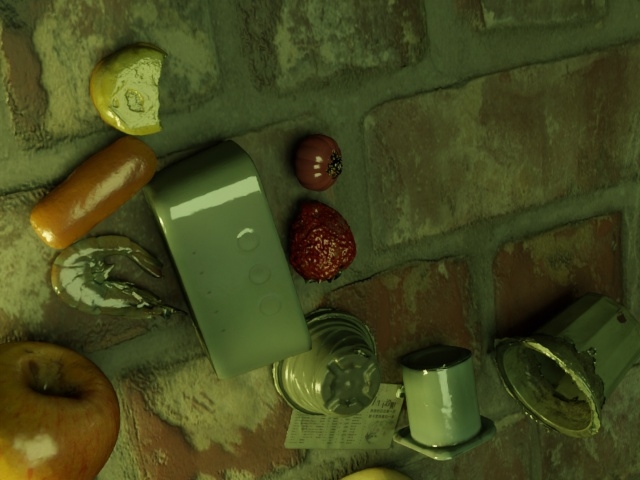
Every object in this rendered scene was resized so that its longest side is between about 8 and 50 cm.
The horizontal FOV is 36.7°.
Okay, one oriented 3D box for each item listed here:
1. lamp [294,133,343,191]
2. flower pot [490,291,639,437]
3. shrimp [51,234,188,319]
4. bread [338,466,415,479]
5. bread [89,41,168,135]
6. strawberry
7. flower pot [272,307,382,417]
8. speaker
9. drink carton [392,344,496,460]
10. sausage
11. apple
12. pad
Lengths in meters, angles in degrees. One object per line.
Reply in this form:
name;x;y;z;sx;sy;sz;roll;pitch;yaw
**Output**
lamp;-0.004;-0.144;1.793;0.107;0.092;0.107;-35;132;-51
flower pot;0.565;0.256;2.130;0.259;0.290;0.290;-39;120;-22
shrimp;-0.350;0.065;1.715;0.254;0.059;0.145;9;93;-24
bread;0.148;0.694;2.061;0.348;0.253;0.376;-47;122;-10
bread;-0.318;-0.253;1.607;0.125;0.086;0.156;3;104;-22
strawberry;0.005;0.003;1.832;0.131;0.131;0.148;-8;118;-24
flower pot;0.032;0.262;1.918;0.236;0.140;0.235;-7;107;-25
speaker;-0.167;0.041;1.728;0.184;0.183;0.406;-22;116;-13
drink carton;0.256;0.330;2.044;0.191;0.185;0.189;-17;101;-30
sausage;-0.380;-0.085;1.626;0.238;0.098;0.098;-40;120;-2
apple;-0.494;0.325;1.600;0.299;0.299;0.275;10;113;-29
pad;0.058;0.373;2.047;0.265;0.009;0.159;7;104;-28
